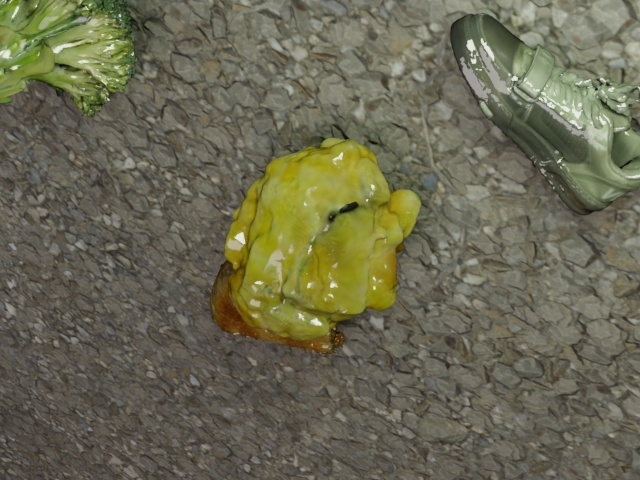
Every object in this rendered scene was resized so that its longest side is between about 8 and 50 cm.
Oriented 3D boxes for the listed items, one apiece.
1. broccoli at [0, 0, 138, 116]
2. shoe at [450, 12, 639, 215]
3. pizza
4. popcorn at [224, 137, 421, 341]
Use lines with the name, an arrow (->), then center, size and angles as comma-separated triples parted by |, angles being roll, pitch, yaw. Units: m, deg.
broccoli -> -0.421, -0.261, 1.414 | 0.221, 0.361, 0.252 | 34, 125, 29
shoe -> 0.283, -0.162, 1.225 | 0.149, 0.109, 0.293 | -24, 117, 41
pizza -> -0.053, 0.093, 1.716 | 0.226, 0.086, 0.335 | 41, 142, -15
popcorn -> 0.000, 0.000, 1.468 | 0.252, 0.215, 0.286 | 24, 104, 3
